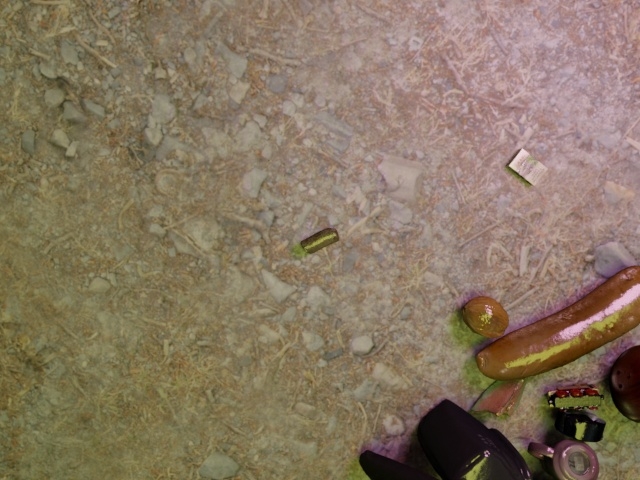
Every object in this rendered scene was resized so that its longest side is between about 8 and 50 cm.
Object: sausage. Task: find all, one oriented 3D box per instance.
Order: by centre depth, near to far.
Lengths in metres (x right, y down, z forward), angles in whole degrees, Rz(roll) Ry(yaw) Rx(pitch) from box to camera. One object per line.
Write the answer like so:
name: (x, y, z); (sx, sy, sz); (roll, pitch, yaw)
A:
sausage: (0.627, 0.222, 1.327); (0.500, 0.123, 0.136); (-30, 96, 5)

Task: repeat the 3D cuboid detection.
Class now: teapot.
teapot: (0.613, 0.571, 1.369); (0.148, 0.146, 0.116); (-4, 70, -4)

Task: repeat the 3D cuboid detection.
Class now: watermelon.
watermelon: (0.488, 0.408, 1.386); (0.101, 0.080, 0.155); (36, 81, -15)

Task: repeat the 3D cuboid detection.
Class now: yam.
yam: (0.000, 0.000, 1.327); (0.094, 0.043, 0.043); (-28, 98, 5)

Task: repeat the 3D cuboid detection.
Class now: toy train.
toy train: (0.648, 0.402, 1.374); (0.137, 0.087, 0.050); (-5, 91, 3)

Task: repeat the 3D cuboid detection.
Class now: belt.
belt: (0.665, 0.474, 1.372); (0.140, 0.105, 0.058); (11, 95, -28)

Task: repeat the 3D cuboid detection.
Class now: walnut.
walnut: (0.413, 0.193, 1.332); (0.124, 0.105, 0.105); (32, 97, -6)

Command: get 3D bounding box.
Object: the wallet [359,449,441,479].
wallet: (0.260, 0.620, 1.253); (0.062, 0.406, 0.228); (-43, 101, -24)

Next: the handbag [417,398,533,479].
handbag: (0.399, 0.552, 1.292); (0.275, 0.302, 0.178); (44, 89, -9)

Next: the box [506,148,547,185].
box: (0.508, -0.180, 1.314); (0.083, 0.024, 0.054); (36, 98, -6)

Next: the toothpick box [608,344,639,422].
toothpick box: (0.873, 0.378, 1.326); (0.294, 0.192, 0.192); (18, 98, -8)
